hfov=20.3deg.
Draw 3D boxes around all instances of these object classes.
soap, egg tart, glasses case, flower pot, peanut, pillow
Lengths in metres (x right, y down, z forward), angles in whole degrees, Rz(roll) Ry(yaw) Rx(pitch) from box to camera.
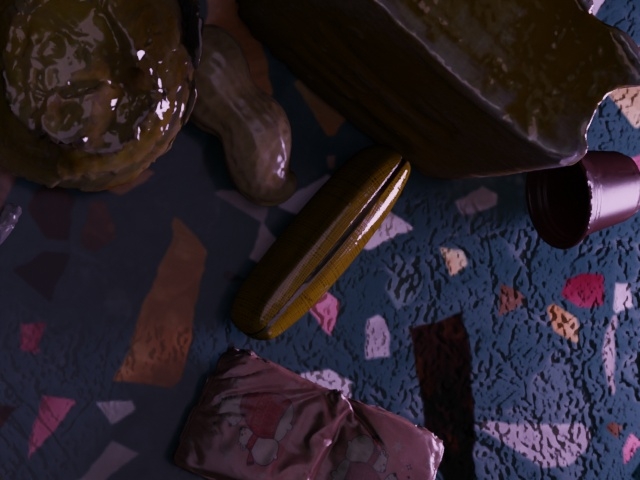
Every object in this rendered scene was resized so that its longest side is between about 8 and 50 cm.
[{"bbox_3d":[0.102,-0.191,1.652,0.293,0.335,0.156,42,77,-14],"label":"soap"},{"bbox_3d":[-0.226,-0.164,1.647,0.232,0.098,0.252,43,90,-1],"label":"egg tart"},{"bbox_3d":[0.000,0.000,1.734,0.064,0.079,0.234,44,76,-20],"label":"glasses case"},{"bbox_3d":[0.275,-0.049,1.813,0.089,0.111,0.111,-7,89,-29],"label":"flower pot"},{"bbox_3d":[-0.080,-0.119,1.720,0.082,0.082,0.187,-35,99,-15],"label":"peanut"},{"bbox_3d":[-0.010,0.205,1.738,0.248,0.049,0.135,24,80,-10],"label":"pillow"}]

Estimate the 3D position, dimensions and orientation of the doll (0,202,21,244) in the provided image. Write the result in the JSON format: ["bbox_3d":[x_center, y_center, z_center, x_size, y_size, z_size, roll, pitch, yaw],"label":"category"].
[{"bbox_3d":[-0.361,0.050,1.637,0.114,0.057,0.227,30,77,-17],"label":"doll"}]
